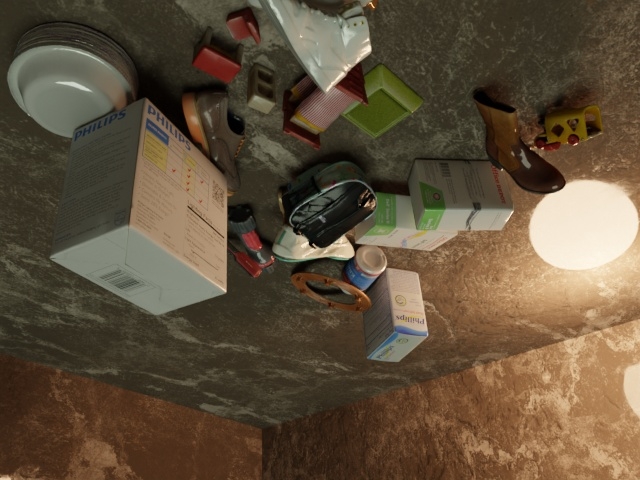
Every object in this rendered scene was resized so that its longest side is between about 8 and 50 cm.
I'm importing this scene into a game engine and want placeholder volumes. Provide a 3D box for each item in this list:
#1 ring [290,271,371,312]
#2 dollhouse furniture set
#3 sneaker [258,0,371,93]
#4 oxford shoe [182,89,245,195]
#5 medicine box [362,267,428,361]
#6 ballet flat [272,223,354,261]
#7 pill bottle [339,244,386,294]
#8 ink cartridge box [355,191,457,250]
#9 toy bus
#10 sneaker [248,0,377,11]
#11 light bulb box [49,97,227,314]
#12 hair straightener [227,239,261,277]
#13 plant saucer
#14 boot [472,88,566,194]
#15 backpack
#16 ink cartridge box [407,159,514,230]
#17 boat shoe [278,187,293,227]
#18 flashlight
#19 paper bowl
[{"bbox_3d":[0.038,0.213,2.238,0.336,0.032,0.337,19,159,8],"label":"ring"},{"bbox_3d":[-0.095,-0.391,1.348,0.374,0.152,0.201,20,139,-31],"label":"dollhouse furniture set"},{"bbox_3d":[-0.003,-0.455,1.155,0.169,0.108,0.292,-38,140,6],"label":"sneaker"},{"bbox_3d":[-0.260,-0.256,1.560,0.132,0.130,0.364,-12,146,1],"label":"oxford shoe"},{"bbox_3d":[0.290,0.303,2.290,0.149,0.289,0.263,9,144,-18],"label":"medicine box"},{"bbox_3d":[0.000,0.000,1.932,0.139,0.139,0.400,-32,160,34],"label":"ballet flat"},{"bbox_3d":[0.150,0.119,2.148,0.124,0.124,0.221,9,146,-18],"label":"pill bottle"},{"bbox_3d":[0.312,-0.054,1.877,0.353,0.119,0.207,5,162,-14],"label":"ink cartridge box"},{"bbox_3d":[0.670,-0.320,1.576,0.202,0.191,0.105,-12,102,10],"label":"toy bus"},{"bbox_3d":[-0.012,-0.513,1.219,0.290,0.106,0.123,-7,143,2],"label":"sneaker"},{"bbox_3d":[-0.408,-0.068,1.363,0.225,0.361,0.358,-18,145,18],"label":"light bulb box"},{"bbox_3d":[-0.309,0.049,1.991,0.230,0.047,0.089,40,160,-9],"label":"hair straightener"},{"bbox_3d":[0.153,-0.355,1.523,0.188,0.045,0.188,27,135,-37],"label":"plant saucer"},{"bbox_3d":[0.542,-0.269,1.537,0.096,0.264,0.280,-37,142,-1],"label":"boot"},{"bbox_3d":[0.035,-0.122,1.718,0.253,0.191,0.225,-30,138,16],"label":"backpack"},{"bbox_3d":[0.422,-0.139,1.734,0.272,0.199,0.115,1,146,-6],"label":"ink cartridge box"},{"bbox_3d":[-0.093,-0.091,1.862,0.073,0.073,0.207,-2,146,2],"label":"boat shoe"},{"bbox_3d":[-0.227,0.001,1.962,0.103,0.103,0.304,-26,145,-6],"label":"flashlight"},{"bbox_3d":[-0.587,-0.357,1.356,0.284,0.148,0.284,-4,145,-3],"label":"paper bowl"}]
